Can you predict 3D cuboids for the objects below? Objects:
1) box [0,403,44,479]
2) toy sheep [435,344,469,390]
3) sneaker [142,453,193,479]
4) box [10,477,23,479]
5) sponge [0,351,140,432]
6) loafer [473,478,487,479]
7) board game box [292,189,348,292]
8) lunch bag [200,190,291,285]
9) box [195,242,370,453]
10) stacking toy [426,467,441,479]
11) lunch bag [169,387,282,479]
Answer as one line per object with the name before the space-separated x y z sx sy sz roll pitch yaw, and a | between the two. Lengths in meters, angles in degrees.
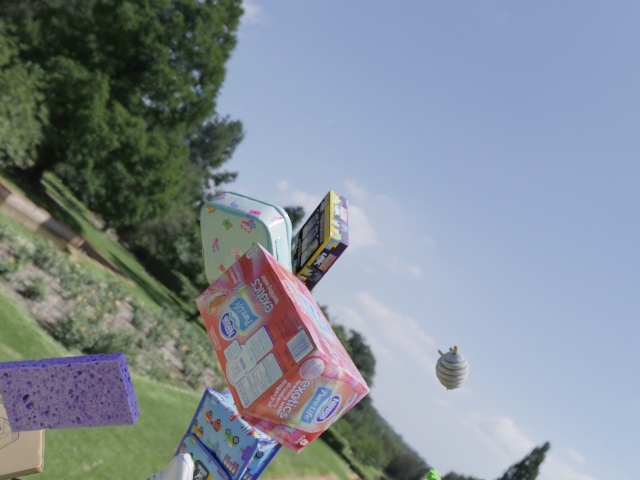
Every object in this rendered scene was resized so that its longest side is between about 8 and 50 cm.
box | -0.582 0.351 1.236 0.164 0.201 0.021 -116 -159 -52
toy sheep | 0.324 0.313 1.766 0.091 0.091 0.132 33 -45 47
sneaker | -0.403 0.600 1.617 0.152 0.305 0.114 33 8 -24
box | -0.572 0.612 1.543 0.220 0.051 0.175 9 -56 22
sponge | -0.402 0.242 1.138 0.031 0.210 0.117 -76 159 -71
loafer | 0.258 0.567 1.410 0.094 0.251 0.087 32 -21 26
board game box | 0.000 0.000 1.449 0.048 0.141 0.170 29 31 -18
lunch bag | -0.172 0.031 1.742 0.224 0.108 0.279 16 -54 24
box | -0.070 0.160 1.129 0.142 0.154 0.300 45 5 -36
stacking toy | 0.182 0.520 1.259 0.052 0.167 0.221 28 8 0
lunch bag | -0.269 0.578 1.897 0.221 0.293 0.138 34 6 32
